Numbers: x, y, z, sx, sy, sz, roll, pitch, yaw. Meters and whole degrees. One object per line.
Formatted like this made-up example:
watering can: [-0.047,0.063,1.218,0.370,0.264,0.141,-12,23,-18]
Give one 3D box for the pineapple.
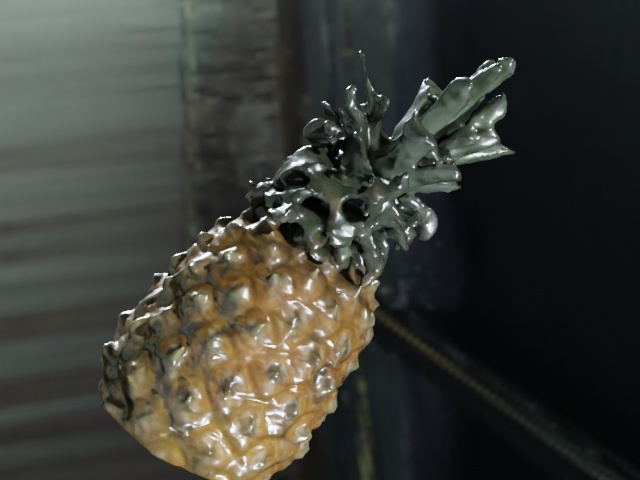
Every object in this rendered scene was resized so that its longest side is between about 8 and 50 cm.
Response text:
pineapple: [0.000,0.000,1.300,0.340,0.169,0.169,-53,-147,6]
